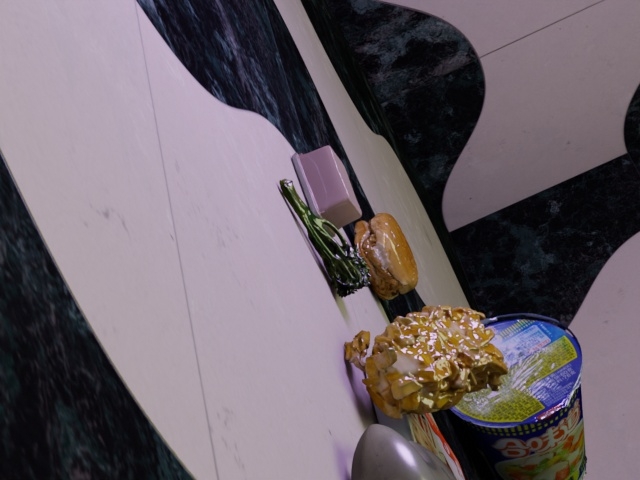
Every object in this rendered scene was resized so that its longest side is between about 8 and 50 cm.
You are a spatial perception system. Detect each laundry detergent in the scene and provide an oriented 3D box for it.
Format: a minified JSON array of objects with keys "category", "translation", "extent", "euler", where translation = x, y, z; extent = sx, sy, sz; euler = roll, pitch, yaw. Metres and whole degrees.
[{"category":"laundry detergent","translation":[0.099,0.284,1.445],"extent":[0.181,0.091,0.253],"euler":[67,9,21]}]

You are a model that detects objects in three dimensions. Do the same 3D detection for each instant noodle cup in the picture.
[{"category":"instant noodle cup","translation":[0.392,0.343,2.581],"extent":[0.284,0.284,0.312],"euler":[-104,174,-50]}]

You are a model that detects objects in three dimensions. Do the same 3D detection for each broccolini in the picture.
[{"category":"broccolini","translation":[0.011,-0.008,1.822],"extent":[0.201,0.058,0.074],"euler":[62,2,-28]}]

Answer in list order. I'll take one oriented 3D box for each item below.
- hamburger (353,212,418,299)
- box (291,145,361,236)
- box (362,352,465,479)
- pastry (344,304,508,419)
[{"category":"hamburger","translation":[0.108,0.028,2.239],"extent":[0.147,0.083,0.138],"euler":[-82,151,-68]},{"category":"box","translation":[0.012,-0.077,2.003],"extent":[0.122,0.062,0.089],"euler":[69,9,28]},{"category":"box","translation":[0.148,0.318,1.789],"extent":[0.265,0.048,0.273],"euler":[-103,166,-51]},{"category":"pastry","translation":[0.131,0.149,1.725],"extent":[0.250,0.102,0.154],"euler":[-6,47,-51]}]
